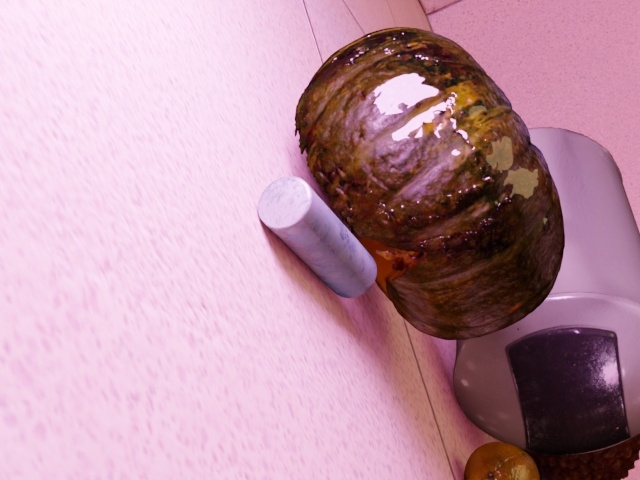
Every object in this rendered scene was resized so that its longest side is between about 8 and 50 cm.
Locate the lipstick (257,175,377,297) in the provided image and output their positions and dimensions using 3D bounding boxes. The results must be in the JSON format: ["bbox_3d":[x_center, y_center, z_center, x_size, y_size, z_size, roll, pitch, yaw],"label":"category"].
[{"bbox_3d":[0.000,0.000,0.934,0.158,0.048,0.048,46,25,-58],"label":"lipstick"}]

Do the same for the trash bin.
[{"bbox_3d":[0.310,0.072,1.483,0.432,0.280,0.280,-86,152,-49],"label":"trash bin"}]

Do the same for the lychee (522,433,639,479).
[{"bbox_3d":[0.380,0.254,1.661,0.271,0.271,0.271,-22,90,-77],"label":"lychee"}]

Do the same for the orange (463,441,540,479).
[{"bbox_3d":[0.199,0.263,1.235,0.095,0.085,0.085,44,27,-66],"label":"orange"}]

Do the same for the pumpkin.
[{"bbox_3d":[0.108,-0.053,1.089,0.320,0.192,0.320,60,1,-2],"label":"pumpkin"}]
